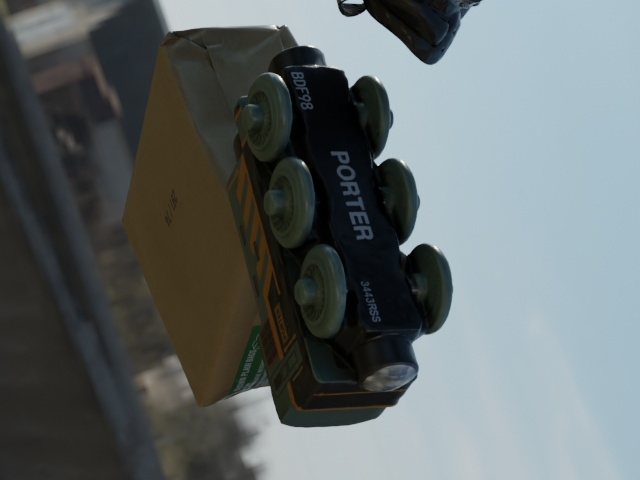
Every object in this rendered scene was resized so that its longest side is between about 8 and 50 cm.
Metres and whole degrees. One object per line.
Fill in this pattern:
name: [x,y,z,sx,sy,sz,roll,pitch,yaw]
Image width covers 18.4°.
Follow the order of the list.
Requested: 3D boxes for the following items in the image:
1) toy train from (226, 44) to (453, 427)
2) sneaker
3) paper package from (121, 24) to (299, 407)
toy train: [0.000,0.000,1.694,0.190,0.142,0.334,-57,-137,49]
sneaker: [0.143,-0.230,1.702,0.101,0.269,0.153,-109,-146,-46]
paper package: [-0.088,-0.026,2.243,0.325,0.168,0.309,109,-36,-50]
